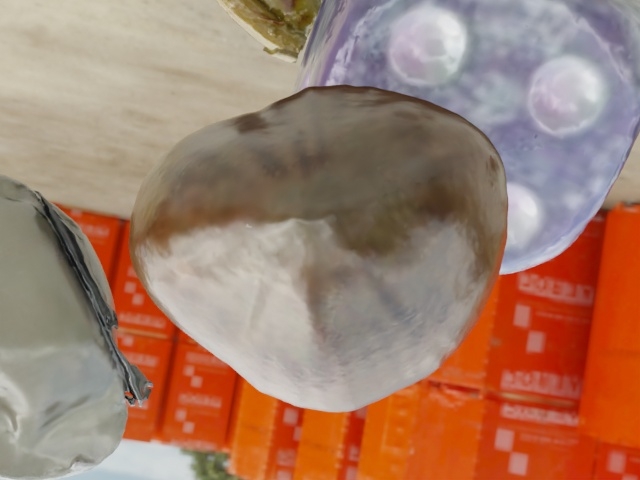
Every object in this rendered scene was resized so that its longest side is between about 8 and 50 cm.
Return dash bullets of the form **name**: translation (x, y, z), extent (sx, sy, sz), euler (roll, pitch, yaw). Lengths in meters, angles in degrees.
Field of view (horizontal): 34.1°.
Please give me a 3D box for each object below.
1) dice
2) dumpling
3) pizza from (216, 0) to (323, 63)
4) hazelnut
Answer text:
- **dice**: translation (0.125, -0.150, 0.947), extent (0.270, 0.271, 0.270), euler (18, -151, -8)
- **dumpling**: translation (-0.275, 0.074, 0.913), extent (0.204, 0.293, 0.163), euler (-19, 175, -45)
- **pizza**: translation (-0.052, -0.360, 1.097), extent (0.223, 0.323, 0.089), euler (-32, -170, -9)
- **hazelnut**: translation (0.001, 0.010, 0.577), extent (0.210, 0.186, 0.210), euler (-4, -149, 2)
